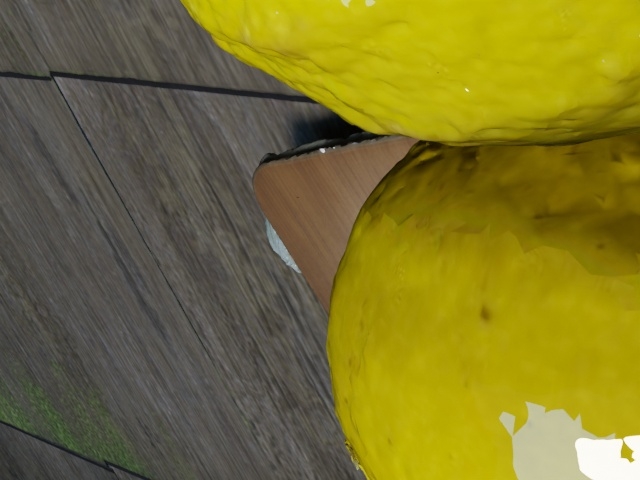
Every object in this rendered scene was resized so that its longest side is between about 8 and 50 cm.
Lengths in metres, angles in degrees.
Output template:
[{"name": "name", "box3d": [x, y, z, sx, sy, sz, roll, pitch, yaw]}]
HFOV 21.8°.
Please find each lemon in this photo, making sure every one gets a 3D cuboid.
[{"name": "lemon", "box3d": [0.059, -0.158, 0.556, 0.322, 0.268, 0.268, -12, 117, 54]}, {"name": "lemon", "box3d": [0.145, 0.050, 0.711, 0.310, 0.258, 0.258, 15, 139, 44]}]

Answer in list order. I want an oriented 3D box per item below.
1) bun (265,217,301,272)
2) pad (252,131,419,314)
[{"name": "bun", "box3d": [0.000, 0.000, 1.073, 0.083, 0.045, 0.083, 34, 151, 22]}, {"name": "pad", "box3d": [0.114, 0.051, 0.968, 0.284, 0.018, 0.286, -9, 120, 46]}]
